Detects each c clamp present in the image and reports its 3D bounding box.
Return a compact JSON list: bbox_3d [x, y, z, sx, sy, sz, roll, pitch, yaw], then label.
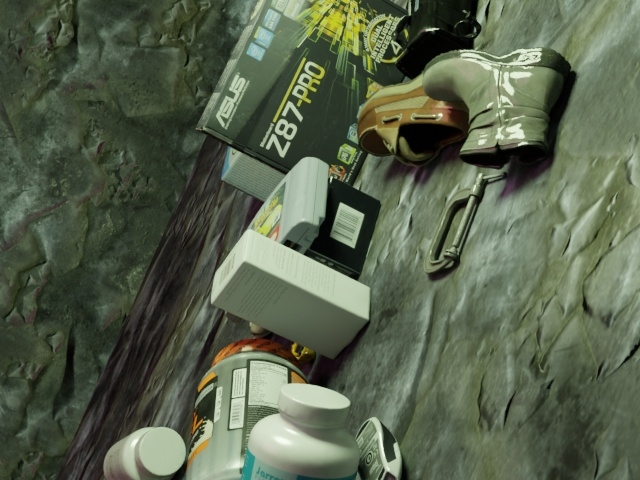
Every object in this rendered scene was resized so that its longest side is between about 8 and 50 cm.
[{"bbox_3d":[0.195,-0.025,1.433,0.160,0.022,0.137,-66,18,-8],"label":"c clamp"}]

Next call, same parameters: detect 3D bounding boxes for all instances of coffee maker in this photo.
[{"bbox_3d":[0.219,-0.380,1.749,0.171,0.120,0.178,-19,44,33],"label":"coffee maker"}]

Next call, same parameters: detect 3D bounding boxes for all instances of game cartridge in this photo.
[{"bbox_3d":[-0.080,-0.007,1.785,0.294,0.060,0.196,-50,19,38],"label":"game cartridge"}]

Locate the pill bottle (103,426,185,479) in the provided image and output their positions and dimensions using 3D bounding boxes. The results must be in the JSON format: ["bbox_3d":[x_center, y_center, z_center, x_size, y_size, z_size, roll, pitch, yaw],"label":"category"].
[{"bbox_3d":[-0.378,0.476,2.180,0.229,0.131,0.131,-37,32,56],"label":"pill bottle"}]

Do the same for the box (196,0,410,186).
[{"bbox_3d":[-0.013,-0.319,1.951,0.394,0.318,0.097,-64,18,-1],"label":"box"}]

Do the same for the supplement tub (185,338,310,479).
[{"bbox_3d":[-0.102,0.306,1.534,0.193,0.194,0.316,-54,19,27],"label":"supplement tub"}]

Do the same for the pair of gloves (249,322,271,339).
[{"bbox_3d":[-0.079,0.084,2.030,0.204,0.042,0.240,-38,32,47],"label":"pair of gloves"}]

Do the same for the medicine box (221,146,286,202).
[{"bbox_3d":[-0.098,-0.284,2.419,0.289,0.149,0.263,-51,22,38],"label":"medicine box"}]

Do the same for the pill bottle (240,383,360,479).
[{"bbox_3d":[-0.033,0.324,1.294,0.146,0.146,0.264,-145,66,-72],"label":"pill bottle"}]

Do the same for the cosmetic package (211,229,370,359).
[{"bbox_3d":[-0.046,0.088,1.612,0.117,0.231,0.085,-50,22,35],"label":"cosmetic package"}]

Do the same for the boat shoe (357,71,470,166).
[{"bbox_3d":[0.149,-0.186,1.636,0.324,0.123,0.119,-25,47,63],"label":"boat shoe"}]

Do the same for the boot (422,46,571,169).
[{"bbox_3d":[0.218,-0.178,1.384,0.247,0.083,0.161,3,65,46],"label":"boot"}]

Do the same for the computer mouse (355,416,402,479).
[{"bbox_3d":[0.086,0.301,1.264,0.106,0.042,0.193,-60,23,28],"label":"computer mouse"}]

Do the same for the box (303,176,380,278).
[{"bbox_3d":[0.000,0.000,1.811,0.207,0.108,0.153,-33,36,58],"label":"box"}]

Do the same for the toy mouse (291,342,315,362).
[{"bbox_3d":[-0.052,0.241,1.747,0.143,0.031,0.161,-67,17,-10],"label":"toy mouse"}]
